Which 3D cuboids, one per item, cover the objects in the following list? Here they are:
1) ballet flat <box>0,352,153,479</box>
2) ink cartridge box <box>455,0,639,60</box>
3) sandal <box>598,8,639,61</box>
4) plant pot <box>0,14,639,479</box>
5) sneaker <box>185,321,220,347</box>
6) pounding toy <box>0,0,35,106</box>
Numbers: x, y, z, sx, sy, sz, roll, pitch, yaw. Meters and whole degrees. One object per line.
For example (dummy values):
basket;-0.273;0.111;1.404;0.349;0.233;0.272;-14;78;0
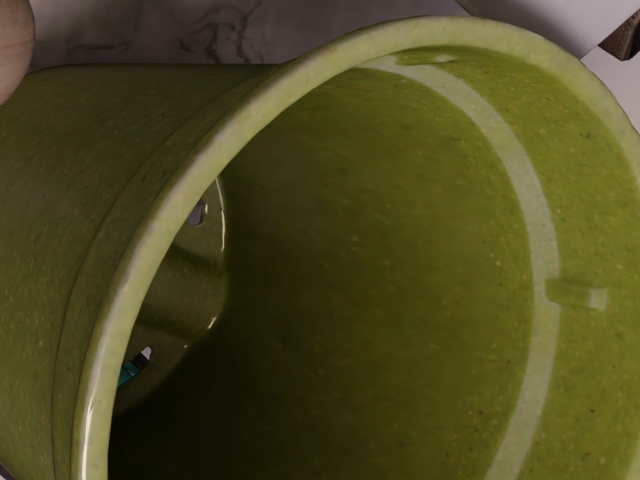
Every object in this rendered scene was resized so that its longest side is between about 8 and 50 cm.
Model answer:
ballet flat;-0.157;0.053;0.817;0.095;0.096;0.280;-42;128;2
ink cartridge box;0.075;-0.229;0.529;0.261;0.066;0.296;-42;126;17
sandal;0.156;-0.124;0.722;0.303;0.086;0.120;24;126;-38
plant pot;-0.042;0.033;0.672;0.276;0.254;0.276;-12;110;-37
sneaker;0.000;0.000;0.842;0.191;0.071;0.083;-22;135;-6
pounding toy;-0.134;-0.097;0.348;0.183;0.110;0.237;-2;138;-17
